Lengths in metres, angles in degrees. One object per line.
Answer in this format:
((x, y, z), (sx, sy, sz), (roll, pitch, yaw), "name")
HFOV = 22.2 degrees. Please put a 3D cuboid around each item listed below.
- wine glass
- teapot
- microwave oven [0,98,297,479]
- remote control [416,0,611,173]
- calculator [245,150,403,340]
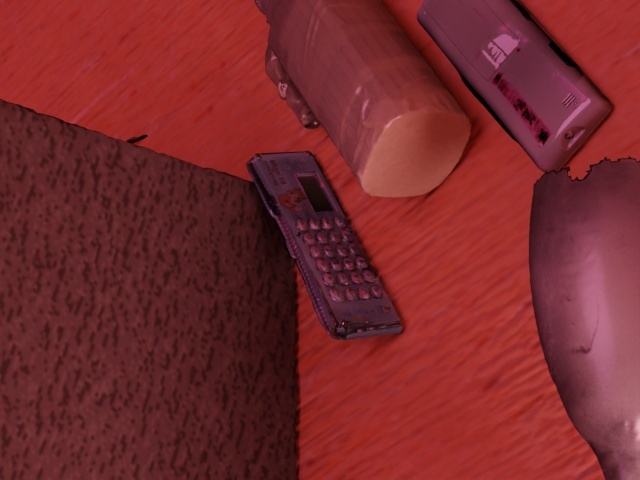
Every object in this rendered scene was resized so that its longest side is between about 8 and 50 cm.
((0.102, 0.130, 0.936), (0.264, 0.096, 0.309), (-17, 66, 35), "wine glass")
((0.017, -0.110, 1.127), (0.200, 0.077, 0.107), (59, 138, 38), "teapot")
((-0.247, 0.098, 1.063), (0.236, 0.432, 0.374), (-16, 67, 41), "microwave oven")
((0.119, -0.116, 1.055), (0.065, 0.029, 0.166), (-50, 48, 20), "remote control")
((0.000, 0.000, 1.119), (0.172, 0.057, 0.018), (63, 144, 37), "calculator")
